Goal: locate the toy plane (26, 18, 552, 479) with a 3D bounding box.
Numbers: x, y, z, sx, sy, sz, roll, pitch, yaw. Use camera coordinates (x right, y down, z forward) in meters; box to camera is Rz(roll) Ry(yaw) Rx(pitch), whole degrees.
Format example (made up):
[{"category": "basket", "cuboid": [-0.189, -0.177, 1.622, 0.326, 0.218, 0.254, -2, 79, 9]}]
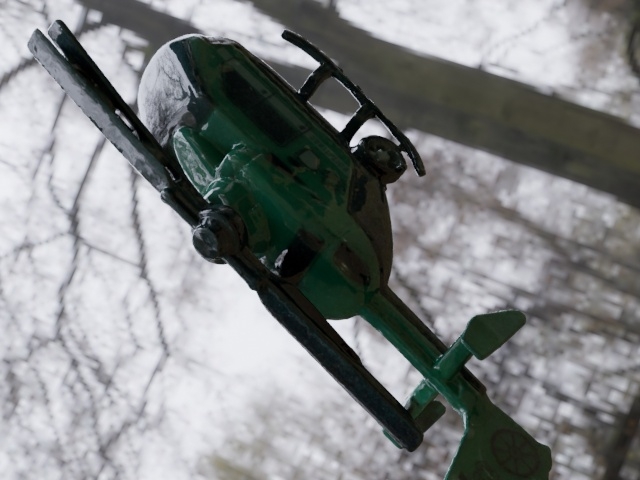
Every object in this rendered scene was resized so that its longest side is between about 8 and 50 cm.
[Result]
[{"category": "toy plane", "cuboid": [0.000, 0.000, 0.589, 0.060, 0.235, 0.096, -51, -13, 33]}]
